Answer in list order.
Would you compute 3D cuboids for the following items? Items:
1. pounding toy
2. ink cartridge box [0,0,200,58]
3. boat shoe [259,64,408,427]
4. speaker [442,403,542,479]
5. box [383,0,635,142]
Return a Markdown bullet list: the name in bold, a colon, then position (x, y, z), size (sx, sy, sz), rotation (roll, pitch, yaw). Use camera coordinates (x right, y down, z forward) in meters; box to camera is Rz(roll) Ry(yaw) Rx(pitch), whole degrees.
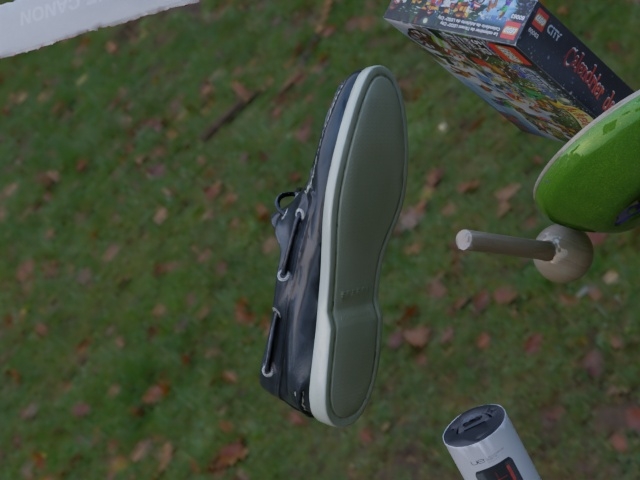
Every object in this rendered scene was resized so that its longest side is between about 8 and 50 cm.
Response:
- **pounding toy**: position (0.254, -0.023, 1.105), size (0.237, 0.183, 0.110), rotation (-41, 66, 25)
- **ink cartridge box**: position (-0.135, -0.166, 0.491), size (0.181, 0.225, 0.056), rotation (-14, -2, 16)
- **boat shoe**: position (0.002, 0.000, 1.330), size (0.113, 0.127, 0.340), rotation (9, 99, 35)
- **speaker**: position (0.149, 0.197, 1.101), size (0.055, 0.136, 0.055), rotation (-25, 19, 9)
- **box**: position (0.185, -0.150, 1.240), size (0.159, 0.233, 0.044), rotation (23, 84, 47)
